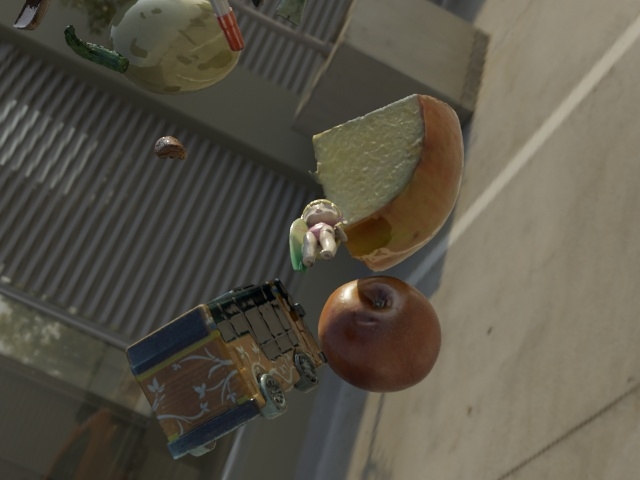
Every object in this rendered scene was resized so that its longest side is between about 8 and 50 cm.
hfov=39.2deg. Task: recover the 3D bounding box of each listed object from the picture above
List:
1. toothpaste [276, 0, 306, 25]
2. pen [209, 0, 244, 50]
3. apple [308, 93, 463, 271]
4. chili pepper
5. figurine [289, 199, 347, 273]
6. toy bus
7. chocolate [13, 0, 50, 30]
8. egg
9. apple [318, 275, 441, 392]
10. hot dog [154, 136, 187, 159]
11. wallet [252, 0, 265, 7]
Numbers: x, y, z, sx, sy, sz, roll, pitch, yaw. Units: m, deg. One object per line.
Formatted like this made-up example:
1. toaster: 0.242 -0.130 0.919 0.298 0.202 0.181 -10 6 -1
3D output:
1. toothpaste: -0.044 -0.604 2.100 0.041 0.064 0.218 -19 49 61
2. pen: -0.160 -0.376 1.291 0.239 0.028 0.028 67 -150 -41
3. apple: 0.129 -0.104 1.613 0.314 0.252 0.309 -62 -31 -1
4. chili pepper: -0.375 -0.316 1.497 0.055 0.118 0.035 -30 33 49
5. figurine: 0.000 0.000 1.232 0.083 0.083 0.187 -62 9 17
6. toy bus: -0.108 0.150 1.135 0.138 0.167 0.275 -31 -6 18
7. chocolate: -0.544 -0.442 1.719 0.065 0.031 0.100 9 73 38
8. egg: -0.262 -0.353 1.612 0.186 0.242 0.186 3 -90 -89
9. apple: 0.095 0.146 1.468 0.201 0.201 0.162 -74 -23 -47
10. hot dog: -0.279 -0.170 1.675 0.083 0.058 0.035 -134 52 -65
11. wallet: -0.159 -0.701 2.246 0.149 0.044 0.250 65 159 17
